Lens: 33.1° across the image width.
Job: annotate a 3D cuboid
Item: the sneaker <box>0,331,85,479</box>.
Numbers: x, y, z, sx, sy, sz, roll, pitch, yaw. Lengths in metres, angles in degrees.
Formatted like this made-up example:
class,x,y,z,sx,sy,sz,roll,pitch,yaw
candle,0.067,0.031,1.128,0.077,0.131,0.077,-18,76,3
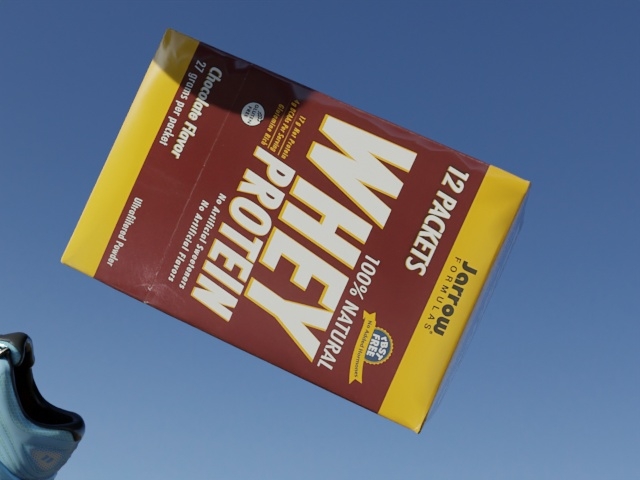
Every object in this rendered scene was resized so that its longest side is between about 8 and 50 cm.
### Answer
class,x,y,z,sx,sy,sz,roll,pitch,yaw
sneaker,-0.187,0.062,0.572,0.162,0.073,0.063,49,9,-10

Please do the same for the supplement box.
class,x,y,z,sx,sy,sz,roll,pitch,yaw
supplement box,0.000,0.000,0.597,0.194,0.129,0.191,24,-1,11
